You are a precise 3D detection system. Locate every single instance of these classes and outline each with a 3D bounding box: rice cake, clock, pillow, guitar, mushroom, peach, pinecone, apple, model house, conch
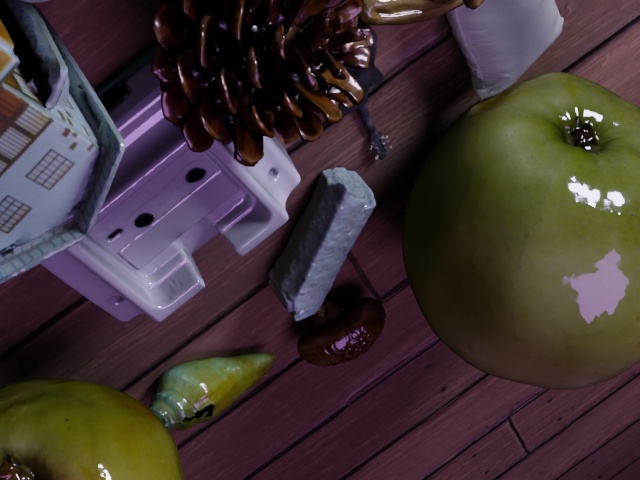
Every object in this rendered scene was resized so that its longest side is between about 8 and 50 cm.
[{"bbox_3d":[0.000,0.000,1.487,0.063,0.069,0.206,0,129,-37],"label":"rice cake"},{"bbox_3d":[-0.168,-0.047,1.251,0.262,0.116,0.231,-39,144,3],"label":"clock"},{"bbox_3d":[0.197,-0.271,1.329,0.144,0.078,0.254,-38,145,-6],"label":"pillow"},{"bbox_3d":[0.042,-0.156,1.375,0.088,0.025,0.233,-35,145,-3],"label":"guitar"},{"bbox_3d":[0.028,0.120,1.629,0.126,0.085,0.109,-31,146,3],"label":"mushroom"},{"bbox_3d":[-0.291,0.294,1.392,0.281,0.314,0.315,-52,146,-4],"label":"peach"},{"bbox_3d":[-0.047,-0.164,1.090,0.208,0.208,0.208,-22,143,-18],"label":"pinecone"},{"bbox_3d":[0.264,-0.008,1.460,0.357,0.357,0.357,-22,143,-18],"label":"apple"},{"bbox_3d":[-0.294,-0.112,0.985,0.198,0.224,0.215,-43,140,7],"label":"model house"},{"bbox_3d":[-0.152,0.193,1.582,0.201,0.079,0.095,-10,157,-44],"label":"conch"}]

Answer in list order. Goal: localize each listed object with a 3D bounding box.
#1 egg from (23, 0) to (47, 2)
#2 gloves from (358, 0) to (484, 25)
[{"bbox_3d":[-0.215,-0.262,0.930,0.131,0.131,0.164,-14,105,-28],"label":"egg"},{"bbox_3d":[0.144,-0.317,1.149,0.331,0.154,0.141,-45,-175,-8],"label":"gloves"}]
